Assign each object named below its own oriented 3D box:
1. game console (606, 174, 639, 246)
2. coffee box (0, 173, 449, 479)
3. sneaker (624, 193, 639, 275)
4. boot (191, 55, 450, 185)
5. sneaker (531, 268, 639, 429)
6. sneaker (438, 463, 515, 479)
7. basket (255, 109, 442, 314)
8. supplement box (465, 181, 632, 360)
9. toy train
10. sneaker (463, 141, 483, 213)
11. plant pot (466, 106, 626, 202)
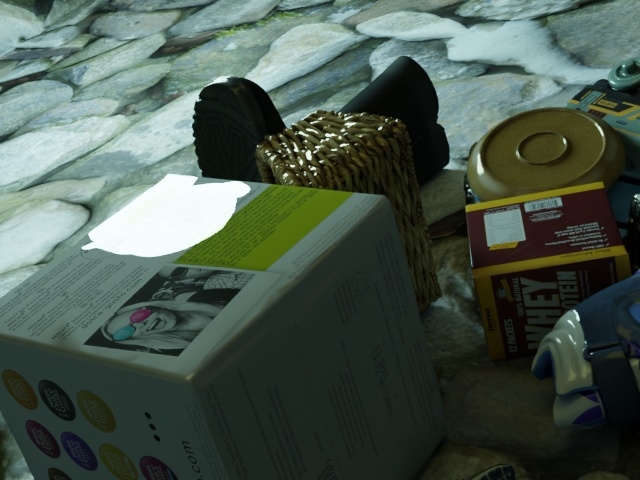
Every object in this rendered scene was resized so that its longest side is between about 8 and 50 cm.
[{"bbox_3d":[0.408,-0.037,1.624,0.107,0.071,0.122,-33,32,-31],"label":"game console"},{"bbox_3d":[-0.109,0.158,1.246,0.334,0.338,0.338,7,36,36],"label":"coffee box"},{"bbox_3d":[0.503,0.035,1.421,0.147,0.130,0.330,-12,32,-18],"label":"sneaker"},{"bbox_3d":[0.024,-0.170,1.759,0.146,0.367,0.445,26,48,36],"label":"boot"},{"bbox_3d":[0.377,0.167,1.239,0.236,0.130,0.323,-34,38,-9],"label":"sneaker"},{"bbox_3d":[0.147,0.273,1.217,0.135,0.052,0.058,-26,26,-20],"label":"sneaker"},{"bbox_3d":[0.000,0.000,1.517,0.213,0.299,0.223,12,39,39],"label":"basket"},{"bbox_3d":[0.297,0.037,1.482,0.191,0.129,0.194,-10,29,10],"label":"supplement box"},{"bbox_3d":[0.520,-0.167,1.752,0.190,0.142,0.334,-40,37,-16],"label":"toy train"},{"bbox_3d":[0.269,-0.086,1.774,0.086,0.085,0.237,0,34,12],"label":"sneaker"},{"bbox_3d":[0.332,-0.128,1.690,0.236,0.032,0.236,-11,41,9],"label":"plant pot"}]
